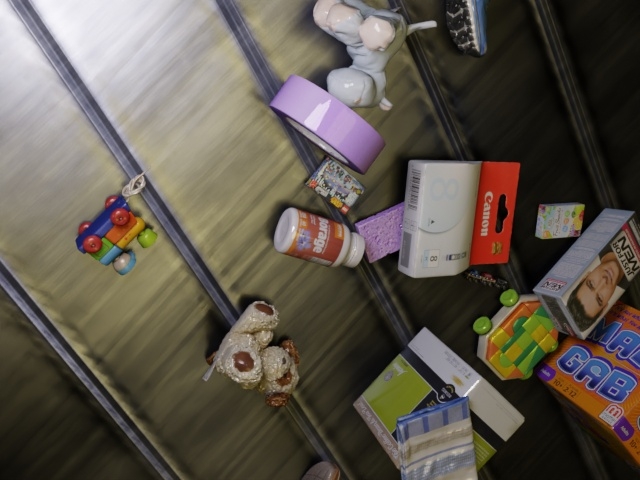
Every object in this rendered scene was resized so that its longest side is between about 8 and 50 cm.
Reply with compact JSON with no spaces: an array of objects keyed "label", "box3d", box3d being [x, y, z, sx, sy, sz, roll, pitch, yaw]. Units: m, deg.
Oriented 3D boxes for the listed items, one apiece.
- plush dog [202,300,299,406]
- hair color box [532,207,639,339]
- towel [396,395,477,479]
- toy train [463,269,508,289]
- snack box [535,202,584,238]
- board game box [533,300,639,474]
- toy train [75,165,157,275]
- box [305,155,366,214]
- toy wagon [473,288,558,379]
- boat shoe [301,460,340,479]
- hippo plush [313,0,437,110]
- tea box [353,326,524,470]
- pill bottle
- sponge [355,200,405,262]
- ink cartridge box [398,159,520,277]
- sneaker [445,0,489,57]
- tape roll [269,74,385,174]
[{"label":"plush dog","box3d":[-0.156,0.326,1.685,0.225,0.262,0.210,37,125,-15]},{"label":"hair color box","box3d":[0.829,0.095,1.961,0.374,0.113,0.185,-44,115,-15]},{"label":"towel","box3d":[0.295,0.541,1.628,0.209,0.034,0.285,-14,109,-14]},{"label":"toy train","box3d":[0.494,0.115,1.932,0.158,0.027,0.036,14,97,-23]},{"label":"snack box","box3d":[0.720,-0.060,1.954,0.141,0.037,0.100,-3,106,-18]},{"label":"board game box","box3d":[0.976,0.464,2.024,0.356,0.356,0.356,-45,115,-2]},{"label":"toy train","box3d":[-0.437,-0.041,1.526,0.248,0.105,0.143,-45,125,-2]},{"label":"box","box3d":[0.042,-0.142,1.697,0.137,0.027,0.094,37,93,-25]},{"label":"toy wagon","box3d":[0.635,0.265,2.004,0.344,0.068,0.267,-46,115,-2]},{"label":"boat shoe","box3d":[-0.010,0.792,1.917,0.116,0.123,0.324,15,107,-30]},{"label":"hippo plush","box3d":[0.087,-0.443,1.559,0.294,0.234,0.236,-30,144,-54]},{"label":"tea box","box3d":[0.316,0.477,1.813,0.323,0.329,0.220,-46,114,0]},{"label":"pill bottle","box3d":[0.000,0.000,1.674,0.216,0.121,0.121,16,100,-23]},{"label":"sponge","box3d":[0.206,-0.033,1.785,0.210,0.031,0.117,-24,113,-11]},{"label":"ink cartridge box","box3d":[0.407,-0.063,1.794,0.385,0.091,0.308,-2,104,-24]},{"label":"sneaker","box3d":[0.398,-0.628,1.623,0.147,0.130,0.330,-12,109,-13]},{"label":"tape roll","box3d":[0.016,-0.267,1.515,0.275,0.275,0.090,35,92,-25]}]
